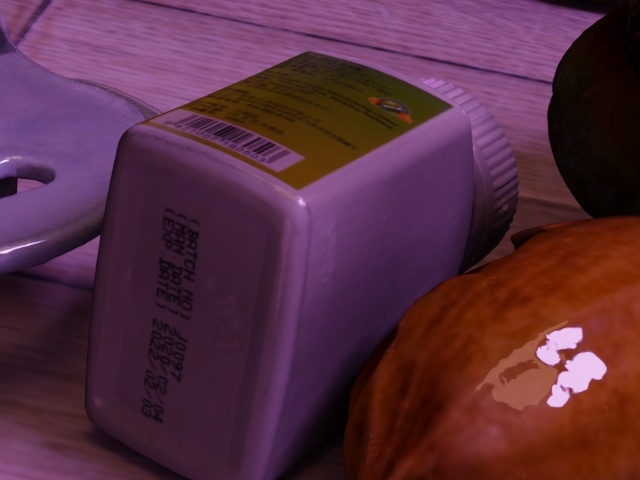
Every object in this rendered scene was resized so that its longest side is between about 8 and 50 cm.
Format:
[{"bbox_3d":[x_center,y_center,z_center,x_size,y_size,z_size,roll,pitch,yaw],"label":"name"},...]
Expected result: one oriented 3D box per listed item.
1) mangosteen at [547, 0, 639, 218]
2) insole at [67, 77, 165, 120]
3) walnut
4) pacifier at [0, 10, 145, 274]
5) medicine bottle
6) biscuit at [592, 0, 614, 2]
[{"bbox_3d":[0.262,-0.066,0.739,0.300,0.300,0.300,8,28,-4],"label":"mangosteen"},{"bbox_3d":[-0.074,-0.033,0.861,0.080,0.003,0.232,-14,36,-38],"label":"insole"},{"bbox_3d":[0.082,0.055,0.651,0.115,0.116,0.207,28,40,30],"label":"walnut"},{"bbox_3d":[-0.199,-0.089,0.705,0.227,0.207,0.279,-15,37,-38],"label":"pacifier"},{"bbox_3d":[0.000,0.000,0.688,0.088,0.132,0.188,23,29,24],"label":"medicine bottle"},{"bbox_3d":[0.250,-0.296,1.295,0.395,0.166,0.343,-2,32,-19],"label":"biscuit"}]
